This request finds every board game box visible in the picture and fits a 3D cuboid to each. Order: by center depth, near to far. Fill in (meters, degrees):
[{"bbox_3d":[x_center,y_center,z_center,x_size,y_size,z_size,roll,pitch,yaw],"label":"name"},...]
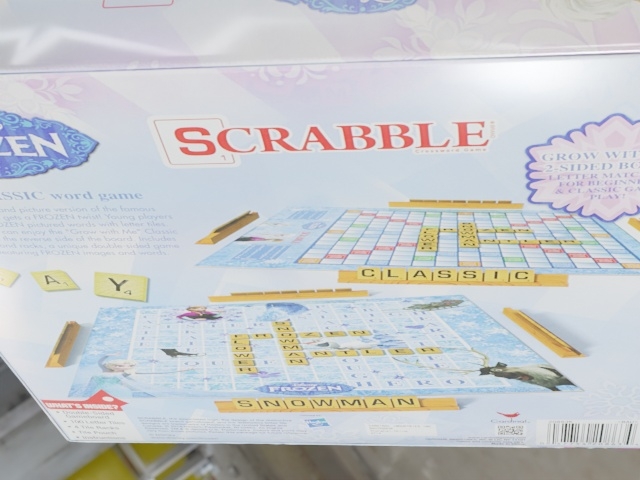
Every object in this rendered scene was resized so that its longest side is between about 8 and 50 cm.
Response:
[{"bbox_3d":[0.000,0.000,0.521,0.318,0.319,0.066,77,-165,-58],"label":"board game box"}]
